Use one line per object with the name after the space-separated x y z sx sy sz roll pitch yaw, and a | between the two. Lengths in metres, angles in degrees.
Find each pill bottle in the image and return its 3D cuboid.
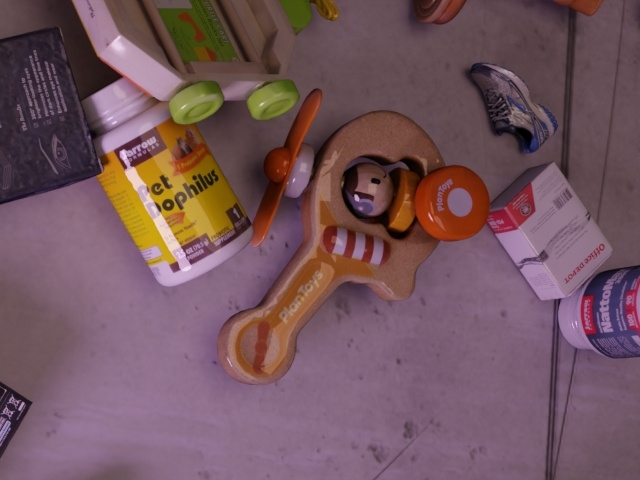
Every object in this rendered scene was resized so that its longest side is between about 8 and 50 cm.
0.364 0.085 2.075 0.108 0.180 0.108 5 81 -29 | pill bottle
-0.167 -0.068 1.833 0.117 0.117 0.215 -35 100 -28 | pill bottle

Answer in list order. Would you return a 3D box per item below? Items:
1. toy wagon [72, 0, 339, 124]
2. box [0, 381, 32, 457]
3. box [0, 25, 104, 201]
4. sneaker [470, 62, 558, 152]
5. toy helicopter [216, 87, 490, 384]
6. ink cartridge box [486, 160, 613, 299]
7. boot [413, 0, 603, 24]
-0.116 -0.248 1.869 0.344 0.068 0.267 -6 65 -50 | toy wagon
-0.452 0.220 1.656 0.242 0.076 0.307 36 67 -21 | box
-0.323 -0.116 1.765 0.158 0.093 0.156 -17 92 -31 | box
0.225 -0.157 2.106 0.135 0.052 0.058 42 70 -18 | sneaker
0.000 0.000 1.912 0.235 0.140 0.355 45 68 -16 | toy helicopter
0.271 -0.010 2.107 0.099 0.056 0.135 -41 103 -27 | ink cartridge box
0.241 -0.328 2.120 0.220 0.109 0.283 36 60 -25 | boot
